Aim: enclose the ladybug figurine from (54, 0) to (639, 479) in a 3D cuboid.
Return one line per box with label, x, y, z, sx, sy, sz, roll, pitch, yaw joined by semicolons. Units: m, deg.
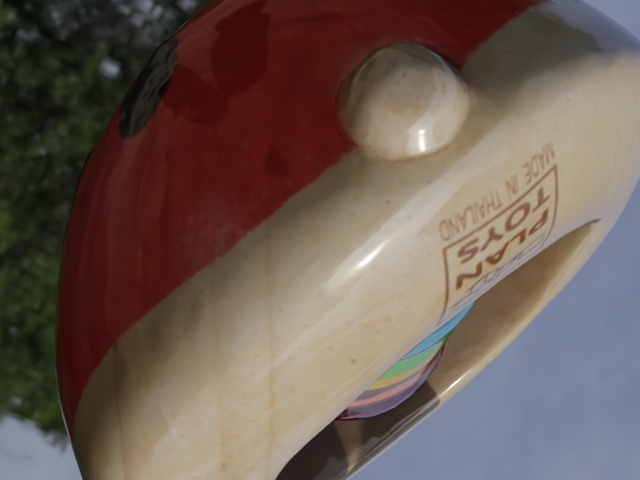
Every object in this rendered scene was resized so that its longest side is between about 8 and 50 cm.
ladybug figurine;0.000;0.000;0.805;0.305;0.162;0.449;-35;168;-18
